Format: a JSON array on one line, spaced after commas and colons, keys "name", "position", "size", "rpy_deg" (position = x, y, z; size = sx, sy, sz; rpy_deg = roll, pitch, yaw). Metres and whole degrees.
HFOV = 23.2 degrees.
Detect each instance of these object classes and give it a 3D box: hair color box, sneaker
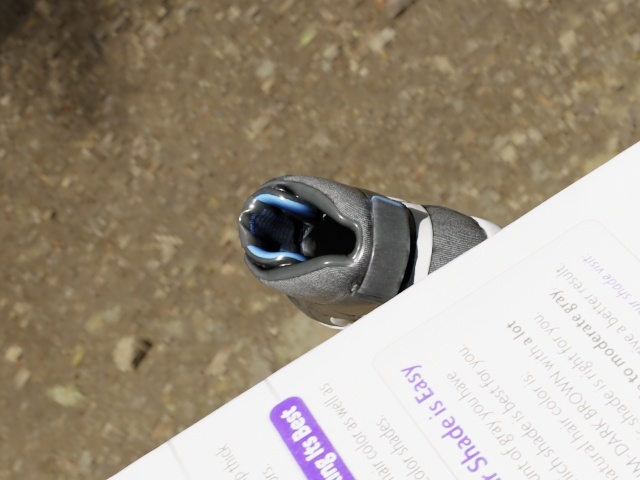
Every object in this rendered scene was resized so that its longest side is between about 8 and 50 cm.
[{"name": "hair color box", "position": [0.048, 0.121, 0.533], "size": [0.339, 0.110, 0.185], "rpy_deg": [-31, 43, -6]}, {"name": "sneaker", "position": [0.000, 0.000, 0.838], "size": [0.217, 0.121, 0.079], "rpy_deg": [-3, 73, 63]}]
